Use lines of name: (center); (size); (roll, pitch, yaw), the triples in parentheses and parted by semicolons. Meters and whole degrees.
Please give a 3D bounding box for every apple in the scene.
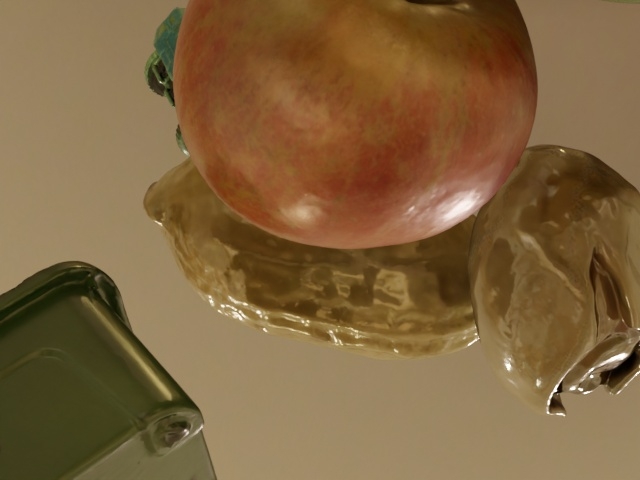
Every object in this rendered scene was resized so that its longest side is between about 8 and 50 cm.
apple: (0.016, -0.091, 0.663); (0.210, 0.164, 0.209); (19, -137, -19)

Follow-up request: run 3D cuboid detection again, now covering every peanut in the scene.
peanut: (-0.001, 0.005, 1.073); (0.340, 0.158, 0.174); (10, -107, 8)

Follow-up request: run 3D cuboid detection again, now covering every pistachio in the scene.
pistachio: (0.178, 0.036, 0.903); (0.138, 0.237, 0.153); (-17, -148, -1)

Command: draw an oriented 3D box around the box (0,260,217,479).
box: (-0.222, 0.206, 0.836); (0.329, 0.252, 0.178); (-34, -130, -23)

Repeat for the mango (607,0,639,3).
mango: (0.227, -0.231, 0.602); (0.382, 0.225, 0.201); (-17, -103, -11)

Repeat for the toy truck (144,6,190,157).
toy truck: (-0.055, -0.157, 1.349); (0.279, 0.156, 0.155); (24, -155, -40)
